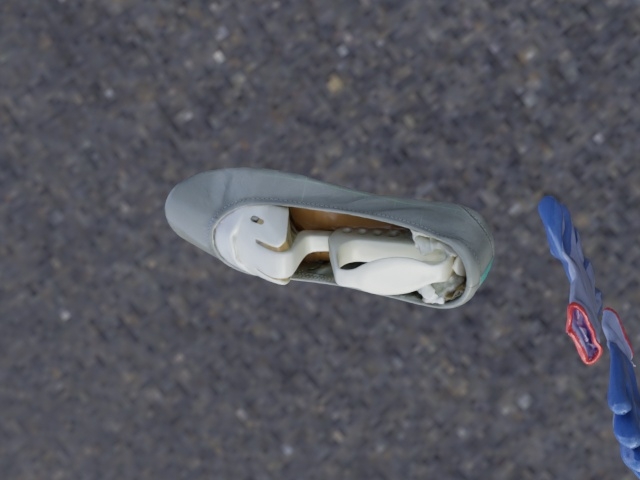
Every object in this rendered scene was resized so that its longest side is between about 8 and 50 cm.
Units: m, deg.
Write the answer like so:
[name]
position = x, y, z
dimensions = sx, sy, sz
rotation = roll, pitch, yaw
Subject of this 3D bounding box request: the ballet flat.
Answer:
[ballet flat]
position = 0.000, 0.000, 1.172
dimensions = 0.213, 0.068, 0.072
rotation = 7, 125, 10

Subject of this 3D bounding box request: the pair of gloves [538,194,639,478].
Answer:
[pair of gloves]
position = 0.189, 0.069, 1.281
dimensions = 0.023, 0.159, 0.198
rotation = -20, 117, 13
